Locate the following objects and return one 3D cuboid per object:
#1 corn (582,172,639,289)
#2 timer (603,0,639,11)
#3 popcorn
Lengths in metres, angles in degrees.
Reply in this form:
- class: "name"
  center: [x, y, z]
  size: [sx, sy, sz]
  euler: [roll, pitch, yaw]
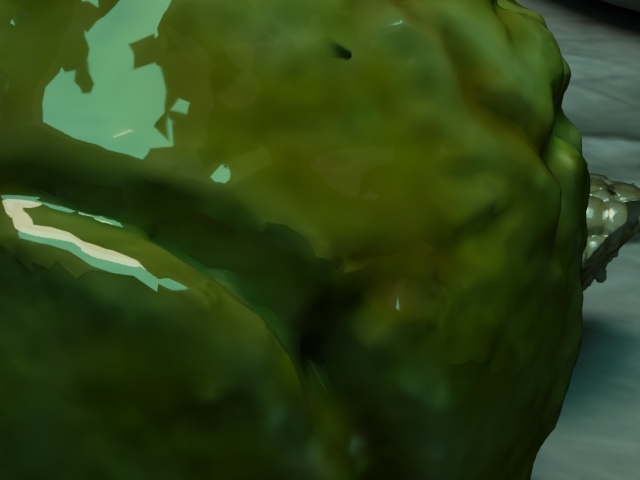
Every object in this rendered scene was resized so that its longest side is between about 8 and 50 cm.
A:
- class: "corn"
  center: [0.000, 0.000, 0.610]
  size: [0.211, 0.087, 0.087]
  euler: [13, 33, 5]
- class: "timer"
  center: [0.202, -0.262, 0.865]
  size: [0.285, 0.285, 0.285]
  euler: [3, 32, -2]
- class: "popcorn"
  center: [-0.030, 0.005, 0.474]
  size: [0.221, 0.204, 0.184]
  euler: [-56, 17, -14]
